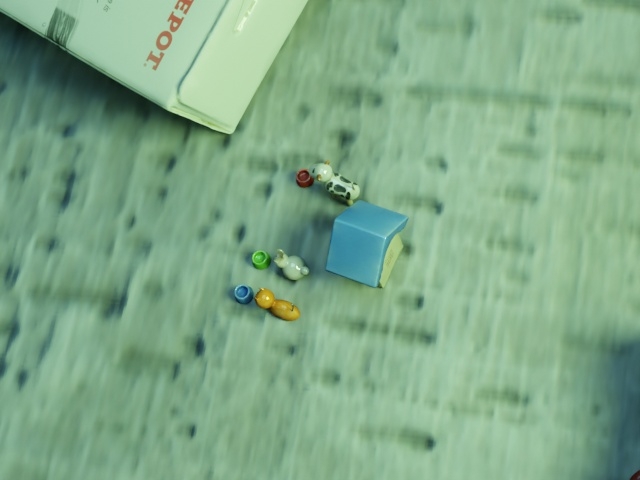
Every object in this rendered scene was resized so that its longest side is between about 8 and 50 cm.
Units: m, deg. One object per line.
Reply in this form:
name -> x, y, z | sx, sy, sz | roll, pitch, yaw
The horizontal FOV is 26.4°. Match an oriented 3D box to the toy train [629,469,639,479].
toy train -> 0.277, 0.174, 0.883 | 0.143, 0.105, 0.248 | 13, 70, 4

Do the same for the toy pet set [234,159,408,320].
toy pet set -> 0.000, 0.000, 1.032 | 0.114, 0.065, 0.122 | 20, 74, 20

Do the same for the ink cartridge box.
ink cartridge box -> -0.153, -0.246, 1.115 | 0.289, 0.121, 0.211 | 32, 96, 22
